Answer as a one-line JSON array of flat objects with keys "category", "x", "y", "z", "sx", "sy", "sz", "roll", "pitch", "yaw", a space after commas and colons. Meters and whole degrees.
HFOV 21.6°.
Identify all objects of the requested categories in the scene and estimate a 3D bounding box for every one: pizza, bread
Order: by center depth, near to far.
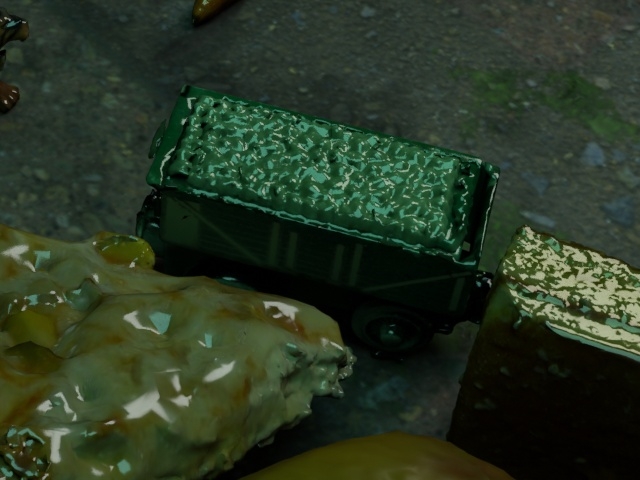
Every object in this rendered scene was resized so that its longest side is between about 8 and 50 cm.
[{"category": "pizza", "x": -0.211, "y": 0.071, "z": 0.975, "sx": 0.435, "sy": 0.080, "sz": 0.392, "roll": 13, "pitch": 25, "yaw": 6}, {"category": "bread", "x": 0.210, "y": 0.112, "z": 1.109, "sx": 0.234, "sy": 0.184, "sz": 0.110, "roll": 18, "pitch": 48, "yaw": 9}]

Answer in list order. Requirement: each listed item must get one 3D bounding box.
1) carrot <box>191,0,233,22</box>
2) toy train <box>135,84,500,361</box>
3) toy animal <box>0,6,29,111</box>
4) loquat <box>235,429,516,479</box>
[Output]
[{"category": "carrot", "x": -0.051, "y": -0.245, "z": 1.452, "sx": 0.037, "sy": 0.037, "sz": 0.190, "roll": 31, "pitch": 55, "yaw": 16}, {"category": "toy train", "x": 0.000, "y": 0.000, "z": 1.186, "sx": 0.269, "sy": 0.154, "sz": 0.115, "roll": 15, "pitch": 53, "yaw": 4}, {"category": "toy animal", "x": -0.307, "y": -0.213, "z": 1.338, "sx": 0.114, "sy": 0.116, "sz": 0.255, "roll": -7, "pitch": 52, "yaw": -16}, {"category": "loquat", "x": 0.012, "y": 0.239, "z": 0.909, "sx": 0.284, "sy": 0.276, "sz": 0.276, "roll": 11, "pitch": 44, "yaw": -38}]
